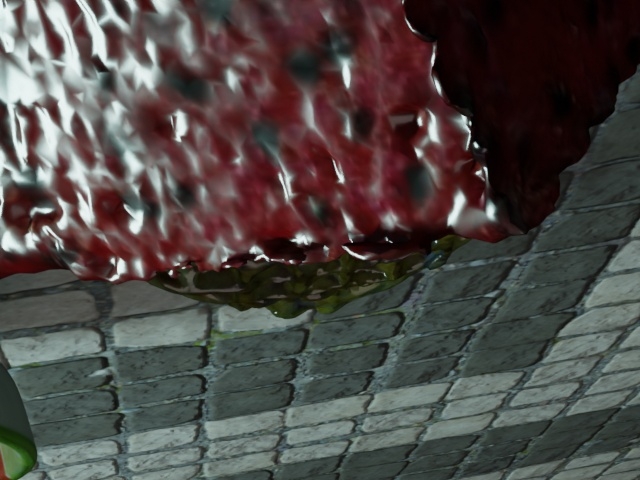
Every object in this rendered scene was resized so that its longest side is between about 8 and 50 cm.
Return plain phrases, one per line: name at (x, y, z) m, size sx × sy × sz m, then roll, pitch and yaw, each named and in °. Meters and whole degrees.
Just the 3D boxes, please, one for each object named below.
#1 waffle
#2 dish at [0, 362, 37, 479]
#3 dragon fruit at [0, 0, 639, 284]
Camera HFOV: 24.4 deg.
waffle at (0.000, 0.003, 0.979) m, size 0.204 × 0.054 × 0.223 m, roll -25°, pitch 156°, yaw 32°
dish at (-0.344, 0.089, 0.931) m, size 0.324 × 0.124 × 0.324 m, roll -4°, pitch 161°, yaw -1°
dragon fruit at (-0.040, -0.068, 0.528) m, size 0.330 × 0.240 × 0.302 m, roll -30°, pitch 135°, yaw 24°
